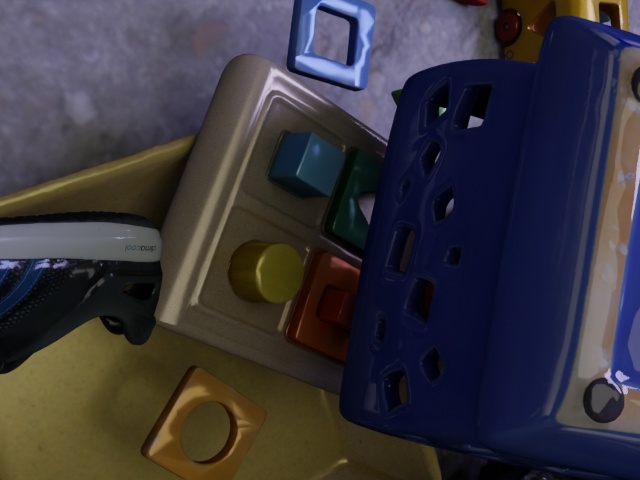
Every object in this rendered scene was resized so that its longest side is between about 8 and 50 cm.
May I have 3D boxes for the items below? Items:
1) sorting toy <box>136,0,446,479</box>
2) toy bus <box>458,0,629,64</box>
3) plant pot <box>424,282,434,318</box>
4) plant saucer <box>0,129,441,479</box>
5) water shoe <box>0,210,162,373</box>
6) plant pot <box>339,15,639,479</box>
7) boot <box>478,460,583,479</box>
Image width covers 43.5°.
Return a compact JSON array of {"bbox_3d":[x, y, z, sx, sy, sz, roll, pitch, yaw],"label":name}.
[{"bbox_3d":[0.000,0.000,0.525,0.196,0.047,0.348,27,76,-32],"label":"sorting toy"},{"bbox_3d":[0.230,-0.255,0.741,0.202,0.104,0.191,45,67,-27],"label":"toy bus"},{"bbox_3d":[0.193,0.046,0.676,0.191,0.174,0.191,-1,91,-35],"label":"plant pot"},{"bbox_3d":[-0.095,0.107,0.538,0.332,0.081,0.333,-24,104,-33],"label":"plant saucer"},{"bbox_3d":[-0.171,0.030,0.394,0.203,0.073,0.080,-5,97,-32],"label":"water shoe"},{"bbox_3d":[0.164,0.021,0.449,0.236,0.212,0.236,14,82,-14],"label":"plant pot"},{"bbox_3d":[0.091,0.323,0.637,0.348,0.131,0.260,-54,161,15],"label":"boot"}]
